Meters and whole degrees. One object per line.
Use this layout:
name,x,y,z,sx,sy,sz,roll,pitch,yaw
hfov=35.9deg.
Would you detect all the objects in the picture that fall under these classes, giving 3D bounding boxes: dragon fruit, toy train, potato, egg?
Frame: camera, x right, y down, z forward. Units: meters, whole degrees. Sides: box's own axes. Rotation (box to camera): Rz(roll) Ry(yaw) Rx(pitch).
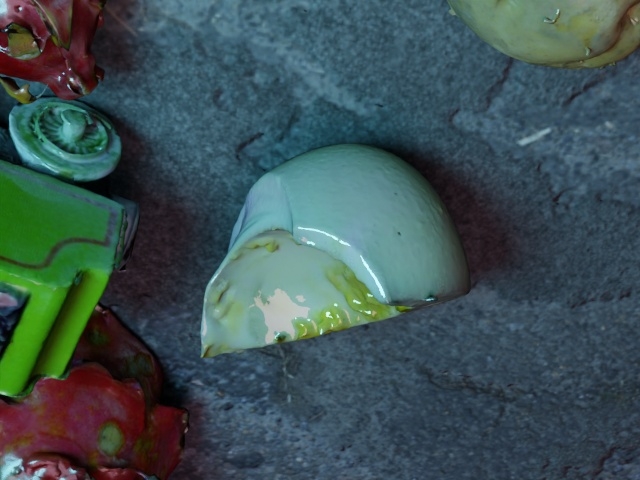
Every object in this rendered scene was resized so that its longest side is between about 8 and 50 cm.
dragon fruit,-0.230,-0.183,0.755,0.133,0.136,0.166,-2,126,41
toy train,-0.296,-0.021,0.796,0.307,0.249,0.173,21,125,-19
potato,0.156,-0.217,0.740,0.161,0.128,0.235,-8,133,43
egg,0.011,-0.001,0.891,0.206,0.162,0.271,-7,172,-38
dragon fruit,-0.334,0.243,1.008,0.370,0.249,0.386,-35,124,15
